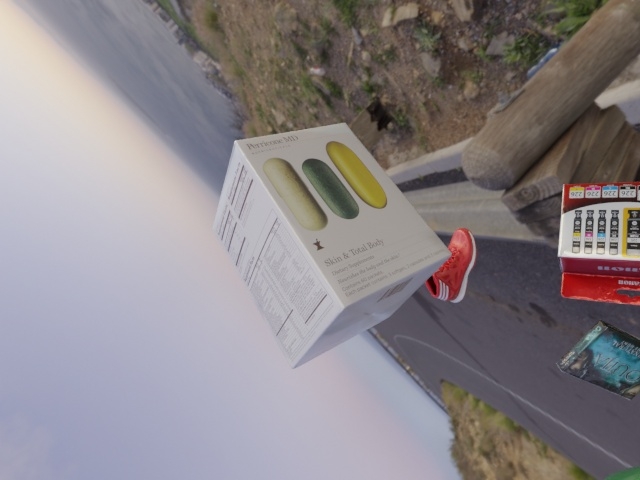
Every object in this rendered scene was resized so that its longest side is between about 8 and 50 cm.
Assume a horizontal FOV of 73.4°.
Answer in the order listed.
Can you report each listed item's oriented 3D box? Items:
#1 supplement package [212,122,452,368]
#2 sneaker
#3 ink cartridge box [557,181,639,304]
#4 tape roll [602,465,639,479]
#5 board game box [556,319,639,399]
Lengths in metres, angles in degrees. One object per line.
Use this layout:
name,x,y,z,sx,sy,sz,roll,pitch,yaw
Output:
supplement package,0.000,0.000,0.630,0.263,0.199,0.198,56,143,21
sneaker,0.371,0.067,1.238,0.128,0.221,0.087,9,176,-32
ink cartridge box,0.746,0.007,1.018,0.309,0.272,0.130,2,159,34
tape roll,0.463,0.431,0.488,0.321,0.321,0.077,42,142,15
board game box,0.582,0.240,0.846,0.186,0.126,0.026,23,-155,-12
